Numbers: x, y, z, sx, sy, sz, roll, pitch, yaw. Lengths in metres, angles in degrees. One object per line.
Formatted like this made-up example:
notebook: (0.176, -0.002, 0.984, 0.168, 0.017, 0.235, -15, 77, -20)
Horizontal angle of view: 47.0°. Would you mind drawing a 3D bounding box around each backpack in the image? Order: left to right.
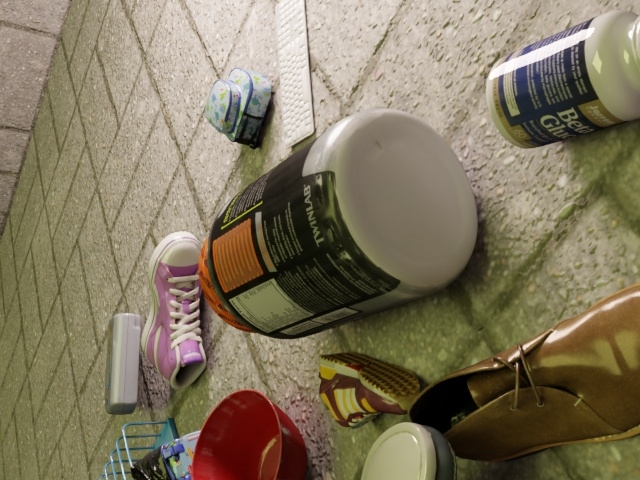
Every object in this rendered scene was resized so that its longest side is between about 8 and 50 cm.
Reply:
backpack: (-0.186, 0.393, 1.132, 0.117, 0.158, 0.173, -37, 66, 25)
backpack: (-0.136, -0.227, 1.224, 0.105, 0.084, 0.114, 47, 120, 46)

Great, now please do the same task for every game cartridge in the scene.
game cartridge: (-0.407, 0.253, 1.504, 0.297, 0.062, 0.198, 155, 121, -70)

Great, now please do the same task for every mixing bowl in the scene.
mixing bowl: (-0.085, 0.307, 1.019, 0.181, 0.098, 0.181, -24, 52, 35)

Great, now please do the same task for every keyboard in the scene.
keyboard: (-0.041, -0.273, 1.154, 0.072, 0.014, 0.256, -26, 63, 52)

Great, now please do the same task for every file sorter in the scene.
file sorter: (-0.341, 0.437, 1.392, 0.170, 0.104, 0.118, -61, 39, 30)

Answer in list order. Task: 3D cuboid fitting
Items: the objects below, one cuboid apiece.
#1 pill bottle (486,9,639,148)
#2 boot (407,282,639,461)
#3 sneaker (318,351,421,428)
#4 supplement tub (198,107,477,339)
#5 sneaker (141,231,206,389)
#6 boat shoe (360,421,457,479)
pill bottle: (0.237, -0.143, 0.643, 0.169, 0.094, 0.094, -13, 74, 55)
boot: (0.197, 0.126, 0.639, 0.305, 0.115, 0.112, -44, 48, 42)
sneaker: (0.058, 0.191, 0.884, 0.185, 0.069, 0.084, 13, 104, 62)
supplement tub: (0.000, 0.000, 0.871, 0.338, 0.207, 0.207, -26, 63, 52)
sneaker: (-0.238, 0.134, 1.311, 0.161, 0.102, 0.282, 43, 130, 47)
boat shoe: (0.092, 0.294, 0.717, 0.116, 0.099, 0.319, -108, 23, -54)
